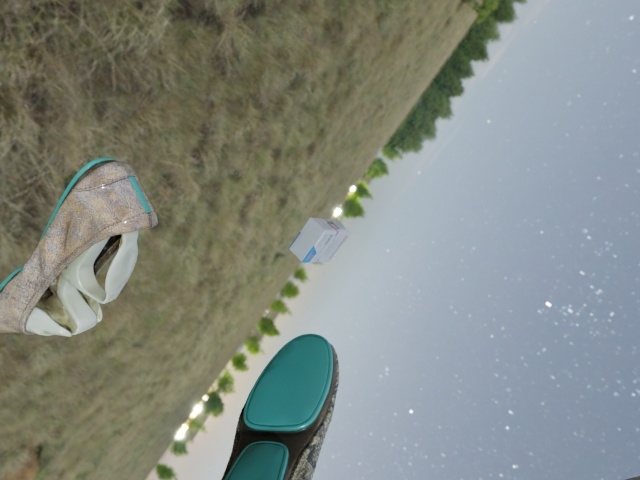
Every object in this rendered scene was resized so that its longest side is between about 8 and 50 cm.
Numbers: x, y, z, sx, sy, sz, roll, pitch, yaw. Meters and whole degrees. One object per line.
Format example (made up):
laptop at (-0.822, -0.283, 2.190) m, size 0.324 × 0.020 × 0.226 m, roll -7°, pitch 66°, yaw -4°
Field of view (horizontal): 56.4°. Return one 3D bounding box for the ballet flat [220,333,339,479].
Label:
ballet flat at (-0.070, 0.367, 1.005) m, size 0.483 × 0.164 × 0.182 m, roll -66°, pitch 152°, yaw -58°

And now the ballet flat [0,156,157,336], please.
ballet flat at (-0.284, 0.044, 0.677) m, size 0.316 × 0.106 × 0.107 m, roll -45°, pitch 175°, yaw 33°

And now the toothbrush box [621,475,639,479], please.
toothbrush box at (0.551, 0.630, 1.198) m, size 0.295 × 0.126 × 0.216 m, roll -26°, pitch -158°, yaw 21°

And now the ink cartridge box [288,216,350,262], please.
ink cartridge box at (0.000, 0.000, 1.308) m, size 0.088 × 0.052 × 0.122 m, roll -54°, pitch 155°, yaw 18°
